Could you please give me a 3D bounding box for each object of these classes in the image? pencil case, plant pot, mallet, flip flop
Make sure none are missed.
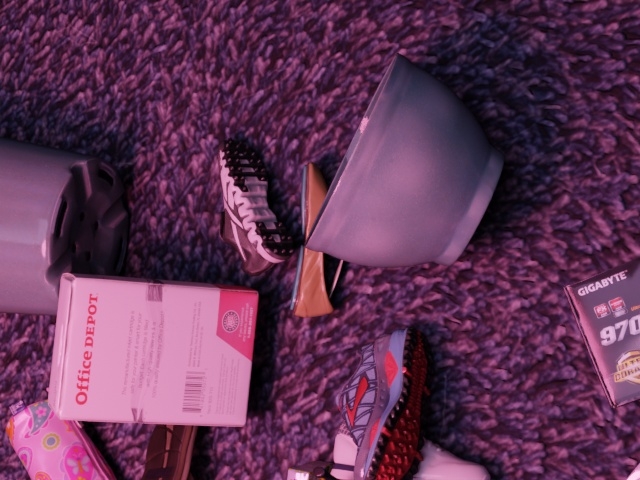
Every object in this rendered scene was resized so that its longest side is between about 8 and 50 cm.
[{"bbox_3d":[-0.394,0.377,1.914,0.124,0.124,0.284,-43,69,18],"label":"pencil case"},{"bbox_3d":[-0.509,-0.022,1.893,0.334,0.341,0.341,8,91,18],"label":"plant pot"},{"bbox_3d":[0.028,0.353,1.682,0.062,0.190,0.039,-2,62,35],"label":"mallet"},{"bbox_3d":[-0.236,0.389,1.834,0.112,0.080,0.277,-11,53,39],"label":"flip flop"},{"bbox_3d":[0.128,-0.082,1.621,0.196,0.293,0.293,25,99,-2],"label":"plant pot"}]

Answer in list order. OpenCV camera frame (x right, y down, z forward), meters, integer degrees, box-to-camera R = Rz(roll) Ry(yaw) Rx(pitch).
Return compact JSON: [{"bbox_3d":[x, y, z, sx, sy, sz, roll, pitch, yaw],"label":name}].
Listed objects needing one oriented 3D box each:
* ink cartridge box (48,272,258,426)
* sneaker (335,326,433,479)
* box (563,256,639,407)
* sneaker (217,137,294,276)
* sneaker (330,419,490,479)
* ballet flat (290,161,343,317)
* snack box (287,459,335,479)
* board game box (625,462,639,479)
[{"bbox_3d":[-0.249,0.160,1.764,0.117,0.283,0.207,-172,89,-68],"label":"ink cartridge box"},{"bbox_3d":[0.079,0.246,1.669,0.125,0.104,0.261,-13,42,33],"label":"sneaker"},{"bbox_3d":[0.454,0.101,1.557,0.220,0.051,0.175,-24,77,23],"label":"box"},{"bbox_3d":[-0.122,-0.045,1.825,0.106,0.078,0.234,-45,57,38],"label":"sneaker"},{"bbox_3d":[0.127,0.307,1.691,0.235,0.090,0.094,4,70,21],"label":"sneaker"},{"bbox_3d":[0.000,0.000,1.781,0.073,0.080,0.232,5,92,-2],"label":"ballet flat"},{"bbox_3d":[-0.020,0.399,1.742,0.037,0.100,0.141,7,91,26],"label":"snack box"},{"bbox_3d":[0.486,0.379,1.513,0.233,0.078,0.347,40,104,22],"label":"board game box"}]
